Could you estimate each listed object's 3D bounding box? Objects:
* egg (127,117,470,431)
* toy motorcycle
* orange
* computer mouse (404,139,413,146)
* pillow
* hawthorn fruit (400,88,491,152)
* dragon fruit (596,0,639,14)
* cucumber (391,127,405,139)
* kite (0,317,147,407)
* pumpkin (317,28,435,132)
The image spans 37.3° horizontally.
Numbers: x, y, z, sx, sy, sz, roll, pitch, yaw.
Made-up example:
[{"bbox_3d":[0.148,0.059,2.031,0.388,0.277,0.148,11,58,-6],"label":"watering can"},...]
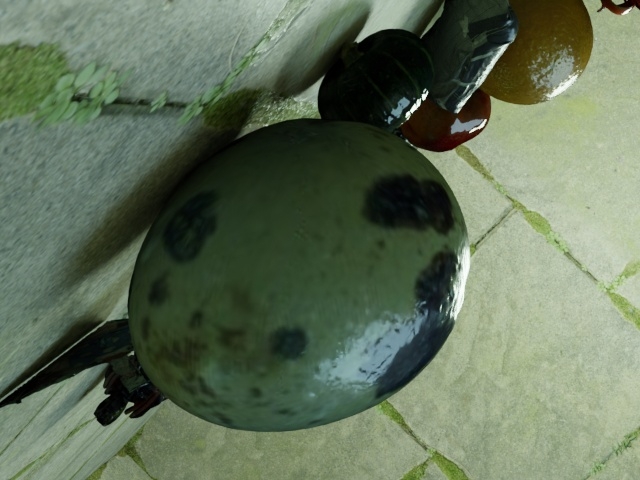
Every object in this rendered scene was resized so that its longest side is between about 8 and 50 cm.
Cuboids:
[{"bbox_3d":[-0.023,0.038,1.083,0.428,0.345,0.345,-22,162,-40],"label":"egg"},{"bbox_3d":[-0.275,0.204,1.782,0.401,0.134,0.207,-46,178,34],"label":"toy motorcycle"},{"bbox_3d":[0.398,-0.401,1.862,0.274,0.274,0.274,-46,177,-3],"label":"orange"},{"bbox_3d":[0.252,-0.313,2.647,0.331,0.095,0.197,-55,177,11],"label":"computer mouse"},{"bbox_3d":[0.239,-0.333,1.626,0.092,0.162,0.335,-9,162,-16],"label":"pillow"},{"bbox_3d":[0.274,-0.287,2.165,0.208,0.208,0.248,-44,168,-30],"label":"hawthorn fruit"},{"bbox_3d":[0.558,-0.550,1.820,0.227,0.243,0.307,95,-6,-69],"label":"dragon fruit"},{"bbox_3d":[0.182,-0.272,2.371,0.081,0.072,0.303,-42,175,-28],"label":"cucumber"},{"bbox_3d":[-0.265,0.148,1.221,0.335,0.011,0.314,-24,-164,-13],"label":"kite"},{"bbox_3d":[0.070,-0.201,1.228,0.167,0.125,0.167,-44,177,-3],"label":"pumpkin"}]
